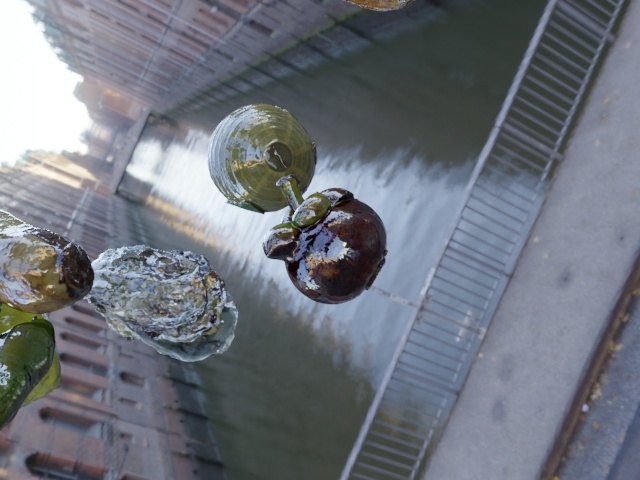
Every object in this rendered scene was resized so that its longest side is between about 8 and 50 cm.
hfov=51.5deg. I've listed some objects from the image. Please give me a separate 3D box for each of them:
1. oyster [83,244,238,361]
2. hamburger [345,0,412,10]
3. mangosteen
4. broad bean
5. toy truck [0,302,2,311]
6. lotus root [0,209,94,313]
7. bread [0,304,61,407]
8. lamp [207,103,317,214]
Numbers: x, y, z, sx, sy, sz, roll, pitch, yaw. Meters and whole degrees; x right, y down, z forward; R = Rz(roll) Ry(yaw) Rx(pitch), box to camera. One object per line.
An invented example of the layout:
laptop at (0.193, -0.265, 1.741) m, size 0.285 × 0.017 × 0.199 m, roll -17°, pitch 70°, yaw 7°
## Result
oyster at (-0.293, 0.095, 1.141) m, size 0.162 × 0.350 × 0.158 m, roll -37°, pitch -49°, yaw -46°
hamburger at (0.065, -0.262, 0.637) m, size 0.087 × 0.102 × 0.176 m, roll -57°, pitch -1°, yaw 38°
mangosteen at (0.007, 0.009, 0.974) m, size 0.172 × 0.183 × 0.173 m, roll -166°, pitch 90°, yaw -83°
broad bean at (-0.275, 0.119, 0.586) m, size 0.195 × 0.061 × 0.046 m, roll -73°, pitch -21°, yaw -62°
toy truck at (-0.500, 0.117, 0.911) m, size 0.201 × 0.088 × 0.074 m, roll -44°, pitch 41°, yaw 35°
lotus root at (-0.352, 0.024, 0.780) m, size 0.258 × 0.110 × 0.097 m, roll 19°, pitch 77°, yaw 43°
bread at (-0.659, 0.197, 1.161) m, size 0.308 × 0.348 × 0.348 m, roll -44°, pitch 1°, yaw -40°
lamp at (-0.122, -0.185, 1.472) m, size 0.250 × 0.250 × 0.284 m, roll -68°, pitch 20°, yaw -5°
